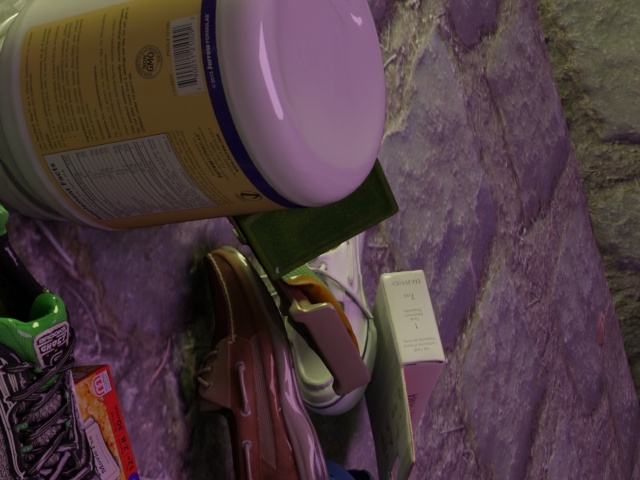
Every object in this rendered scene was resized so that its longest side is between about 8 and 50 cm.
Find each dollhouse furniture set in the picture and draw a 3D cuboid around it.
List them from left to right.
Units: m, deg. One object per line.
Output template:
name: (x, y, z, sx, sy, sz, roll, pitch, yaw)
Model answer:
dollhouse furniture set: (0.000, 0.000, 1.085, 0.197, 0.151, 0.301, 50, -10, 51)

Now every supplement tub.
supplement tub: (-0.133, -0.134, 0.879, 0.241, 0.331, 0.241, 18, 70, -59)

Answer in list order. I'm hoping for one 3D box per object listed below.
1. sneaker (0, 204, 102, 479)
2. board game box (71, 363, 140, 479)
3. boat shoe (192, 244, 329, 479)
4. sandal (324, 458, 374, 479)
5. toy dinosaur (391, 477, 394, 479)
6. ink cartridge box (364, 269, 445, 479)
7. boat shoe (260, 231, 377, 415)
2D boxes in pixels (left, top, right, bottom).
sneaker: (-0.245, 0.126, 0.746, 0.134, 0.146, 0.343, -35, 101, -57)
board game box: (-0.253, 0.218, 0.891, 0.193, 0.045, 0.147, -32, 112, -59)
boat shoe: (-0.090, 0.161, 1.119, 0.123, 0.116, 0.324, 112, -39, -69)
sandal: (0.001, 0.353, 1.276, 0.317, 0.126, 0.138, 46, 35, -56)
toy dinosaur: (-0.007, 0.419, 1.113, 0.160, 0.313, 0.121, 62, 10, 24)
ink cartridge box: (0.115, 0.225, 1.339, 0.296, 0.066, 0.261, 97, -14, -59)
boat shoe: (-0.007, 0.040, 1.289, 0.156, 0.136, 0.367, 39, 48, -53)
